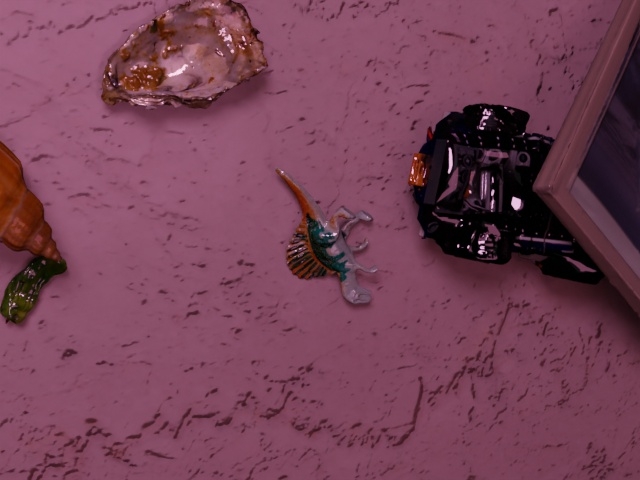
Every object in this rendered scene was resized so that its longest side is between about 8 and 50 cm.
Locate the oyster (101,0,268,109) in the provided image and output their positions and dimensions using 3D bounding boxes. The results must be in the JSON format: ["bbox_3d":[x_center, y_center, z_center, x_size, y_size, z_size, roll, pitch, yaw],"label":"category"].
[{"bbox_3d":[-0.144,-0.183,0.949,0.177,0.056,0.105,-36,103,-11],"label":"oyster"}]

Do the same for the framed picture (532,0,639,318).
[{"bbox_3d":[0.447,-0.058,1.155,0.446,0.028,0.326,42,65,-31],"label":"framed picture"}]

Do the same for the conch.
[{"bbox_3d":[-0.377,-0.086,0.870,0.330,0.093,0.109,41,102,-6],"label":"conch"}]

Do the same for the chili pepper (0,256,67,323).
[{"bbox_3d":[-0.304,0.049,0.963,0.091,0.034,0.030,-50,149,-4],"label":"chili pepper"}]

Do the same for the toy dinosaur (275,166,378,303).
[{"bbox_3d":[0.000,0.001,1.067,0.187,0.044,0.106,26,109,-27],"label":"toy dinosaur"}]

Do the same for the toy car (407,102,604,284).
[{"bbox_3d":[0.243,-0.060,1.105,0.301,0.118,0.193,10,91,-23],"label":"toy car"}]
